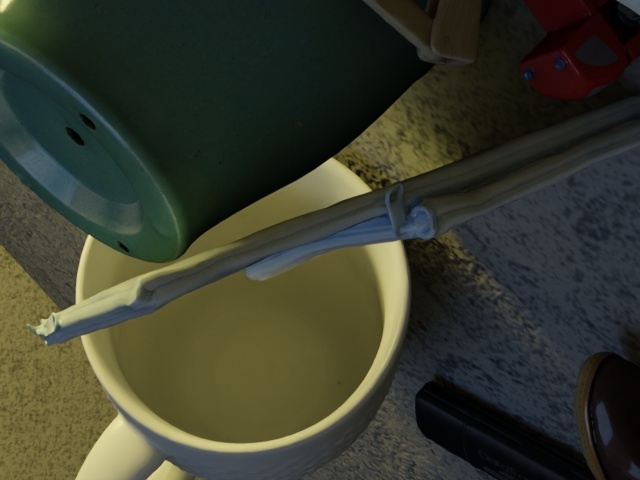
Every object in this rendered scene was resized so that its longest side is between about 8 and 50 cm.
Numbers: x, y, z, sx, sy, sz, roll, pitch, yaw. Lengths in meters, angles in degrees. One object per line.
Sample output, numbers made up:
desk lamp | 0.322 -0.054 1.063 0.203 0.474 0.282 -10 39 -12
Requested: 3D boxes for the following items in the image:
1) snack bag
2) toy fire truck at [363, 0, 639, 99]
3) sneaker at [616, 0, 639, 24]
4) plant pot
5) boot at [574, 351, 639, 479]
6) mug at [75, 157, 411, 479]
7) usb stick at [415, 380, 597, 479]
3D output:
snack bag | 0.000 0.000 0.764 0.323 0.342 0.037 -19 92 67
toy fire truck | 0.078 -0.138 0.622 0.192 0.135 0.047 52 158 -13
sneaker | 0.209 -0.116 0.474 0.283 0.107 0.124 39 151 19
plant pot | -0.077 -0.136 0.714 0.271 0.255 0.272 33 156 17
boot | 0.315 0.176 0.855 0.207 0.090 0.248 -7 123 50
mug | -0.094 0.129 1.097 0.276 0.374 0.328 36 163 12
usb stick | 0.201 0.217 1.153 0.278 0.045 0.077 26 144 42
